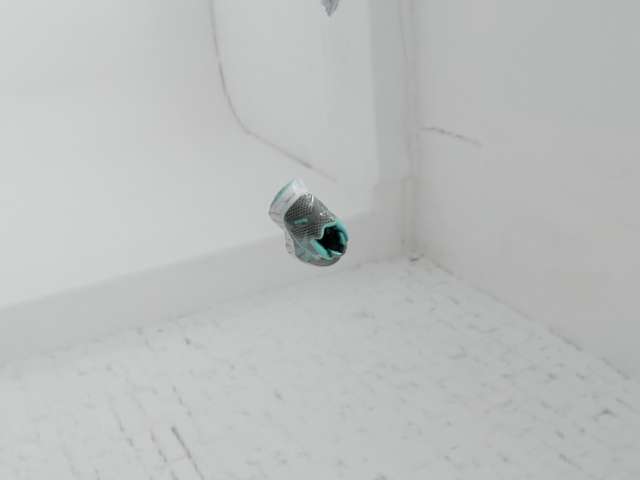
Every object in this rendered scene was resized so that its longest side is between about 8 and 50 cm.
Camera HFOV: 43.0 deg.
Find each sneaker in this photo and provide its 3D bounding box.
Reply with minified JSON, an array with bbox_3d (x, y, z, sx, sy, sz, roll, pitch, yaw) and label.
[{"bbox_3d":[0.000,0.000,0.893,0.076,0.065,0.166,38,-6,27],"label":"sneaker"}]

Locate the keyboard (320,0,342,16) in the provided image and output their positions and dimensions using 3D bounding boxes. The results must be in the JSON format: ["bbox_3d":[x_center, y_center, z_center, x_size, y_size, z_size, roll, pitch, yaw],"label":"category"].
[{"bbox_3d":[0.046,-0.196,0.387,0.014,0.072,0.256,38,-18,-1],"label":"keyboard"}]
